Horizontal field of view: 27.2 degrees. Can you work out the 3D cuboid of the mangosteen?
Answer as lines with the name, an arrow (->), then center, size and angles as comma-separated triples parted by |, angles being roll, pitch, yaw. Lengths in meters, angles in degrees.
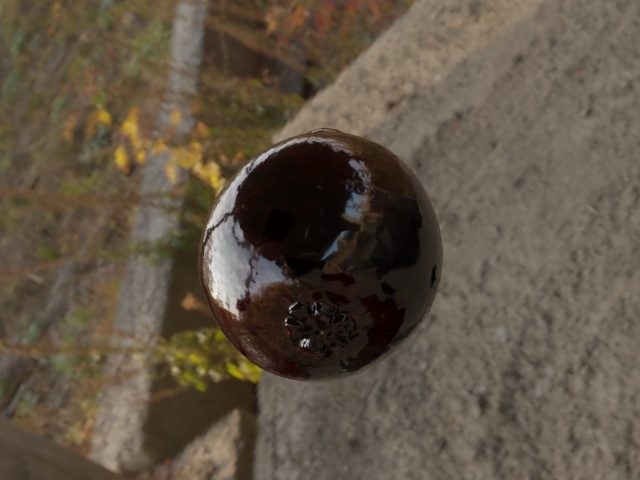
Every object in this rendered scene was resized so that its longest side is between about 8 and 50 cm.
mangosteen -> 0.000, 0.000, 0.666 | 0.140, 0.140, 0.140 | -42, 29, 30
